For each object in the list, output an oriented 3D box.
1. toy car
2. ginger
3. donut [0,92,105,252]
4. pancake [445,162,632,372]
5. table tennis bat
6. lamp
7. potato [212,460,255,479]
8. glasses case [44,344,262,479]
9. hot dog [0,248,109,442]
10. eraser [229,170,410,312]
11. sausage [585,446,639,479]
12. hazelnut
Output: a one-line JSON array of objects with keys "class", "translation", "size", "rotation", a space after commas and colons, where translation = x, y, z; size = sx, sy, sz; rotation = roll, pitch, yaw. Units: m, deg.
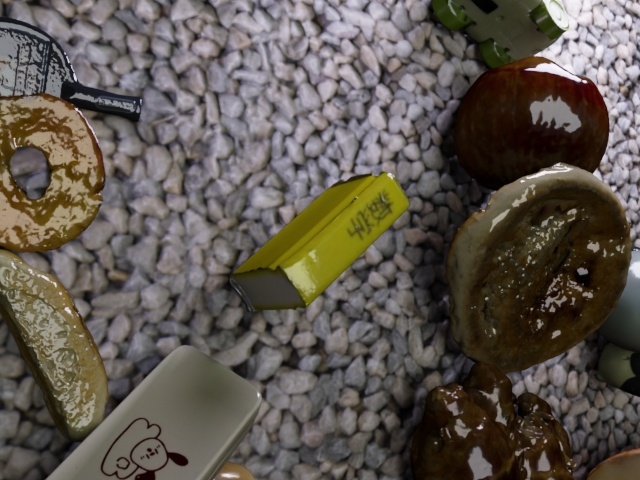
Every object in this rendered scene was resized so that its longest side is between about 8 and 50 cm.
[{"class": "toy car", "translation": [0.307, -0.425, 1.329], "size": [0.235, 0.145, 0.235], "rotation": [19, 60, -35]}, {"class": "ginger", "translation": [0.269, 0.337, 1.202], "size": [0.357, 0.152, 0.274], "rotation": [32, 69, -27]}, {"class": "donut", "translation": [-0.333, -0.077, 0.915], "size": [0.162, 0.065, 0.178], "rotation": [-5, 99, -25]}, {"class": "pancake", "translation": [0.337, 0.050, 1.228], "size": [0.356, 0.065, 0.356], "rotation": [-11, 117, -21]}, {"class": "table tennis bat", "translation": [-0.332, -0.182, 0.962], "size": [0.236, 0.027, 0.150], "rotation": [9, 82, -29]}, {"class": "lamp", "translation": [0.549, 0.138, 1.385], "size": [0.197, 0.197, 0.244], "rotation": [-12, 109, -32]}, {"class": "potato", "translation": [-0.154, 0.328, 0.967], "size": [0.178, 0.109, 0.118], "rotation": [-4, 110, -32]}, {"class": "glasses case", "translation": [-0.197, 0.254, 0.887], "size": [0.131, 0.070, 0.313], "rotation": [30, 42, 12]}, {"class": "hot dog", "translation": [-0.305, 0.113, 0.912], "size": [0.073, 0.084, 0.242], "rotation": [-30, 100, -34]}, {"class": "eraser", "translation": [0.000, 0.000, 1.069], "size": [0.226, 0.158, 0.069], "rotation": [-43, 105, -28]}, {"class": "sausage", "translation": [0.568, 0.440, 1.288], "size": [0.287, 0.233, 0.233], "rotation": [12, 78, -51]}, {"class": "hazelnut", "translation": [0.324, -0.175, 1.244], "size": [0.218, 0.234, 0.218], "rotation": [2, 90, -70]}]
